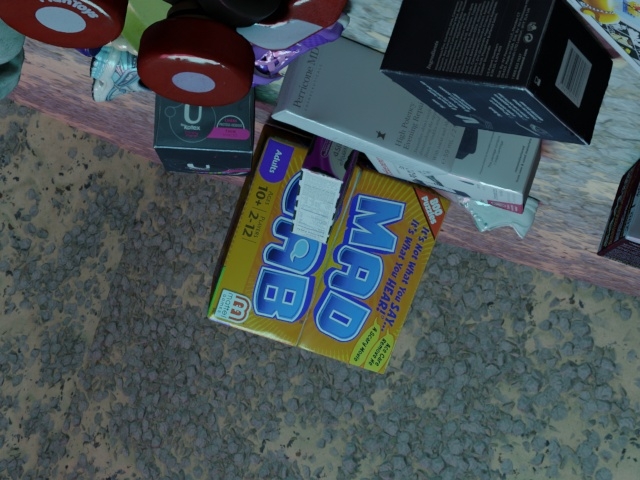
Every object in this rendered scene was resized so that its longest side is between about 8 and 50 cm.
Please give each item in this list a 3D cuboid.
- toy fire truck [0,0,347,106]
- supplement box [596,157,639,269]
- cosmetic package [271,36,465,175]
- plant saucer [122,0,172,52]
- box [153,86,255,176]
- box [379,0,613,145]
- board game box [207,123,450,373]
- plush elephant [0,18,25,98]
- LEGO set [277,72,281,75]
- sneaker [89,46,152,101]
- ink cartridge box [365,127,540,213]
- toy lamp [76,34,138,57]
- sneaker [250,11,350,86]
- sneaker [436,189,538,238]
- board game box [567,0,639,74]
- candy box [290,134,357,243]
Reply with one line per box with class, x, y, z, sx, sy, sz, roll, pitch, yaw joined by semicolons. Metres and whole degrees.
toy fire truck;-0.093;-0.240;0.688;0.302;0.169;0.254;20;158;-36
supplement box;0.434;-0.040;1.183;0.073;0.130;0.239;18;176;11
cosmetic package;0.067;-0.174;1.147;0.231;0.117;0.085;18;177;-15
plant saucer;-0.190;-0.262;1.039;0.241;0.037;0.241;42;164;15
box;-0.197;-0.202;1.574;0.165;0.143;0.270;2;176;-4
box;0.170;-0.166;0.855;0.158;0.093;0.156;15;176;38
board game box;0.000;0.000;1.806;0.356;0.357;0.356;18;-171;-8
plush elephant;-0.542;-0.322;1.279;0.330;0.272;0.255;49;-135;12
LEGO set;-0.046;-0.245;1.407;0.083;0.023;0.054;19;177;-2
sneaker;-0.334;-0.291;1.576;0.122;0.110;0.283;15;179;-10
ink cartridge box;0.194;-0.129;1.313;0.237;0.100;0.172;18;176;15
toy lamp;-0.275;-0.298;1.376;0.274;0.080;0.080;16;177;5
sneaker;-0.057;-0.227;1.036;0.095;0.105;0.236;22;174;-34
sneaker;0.318;-0.066;1.780;0.212;0.094;0.080;18;178;12
board game box;0.296;-0.156;0.630;0.193;0.053;0.305;15;176;44
candy box;0.016;-0.115;1.437;0.071;0.159;0.233;20;156;2
